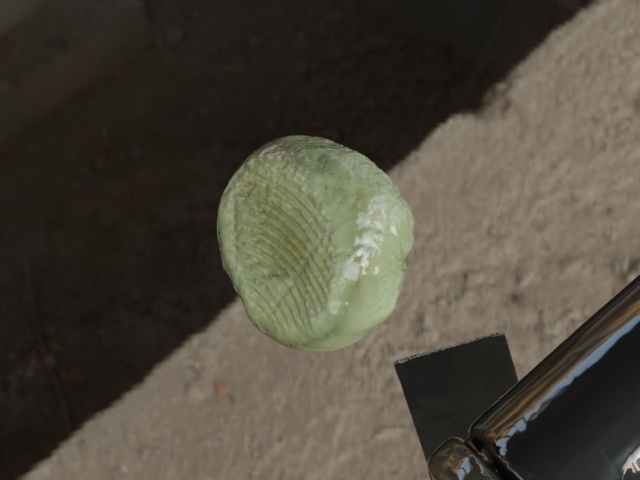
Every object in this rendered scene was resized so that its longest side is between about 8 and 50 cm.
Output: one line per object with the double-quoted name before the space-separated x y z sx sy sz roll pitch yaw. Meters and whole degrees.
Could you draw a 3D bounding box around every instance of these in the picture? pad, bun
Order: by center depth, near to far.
"bun" 0.000 0.000 1.301 0.118 0.195 0.195 -12 45 -44
"pad" 0.155 0.188 1.493 0.116 0.193 0.004 -16 23 6

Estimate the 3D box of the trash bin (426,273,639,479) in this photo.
"trash bin" 0.181 0.115 0.468 0.209 0.290 0.182 -40 23 -4
